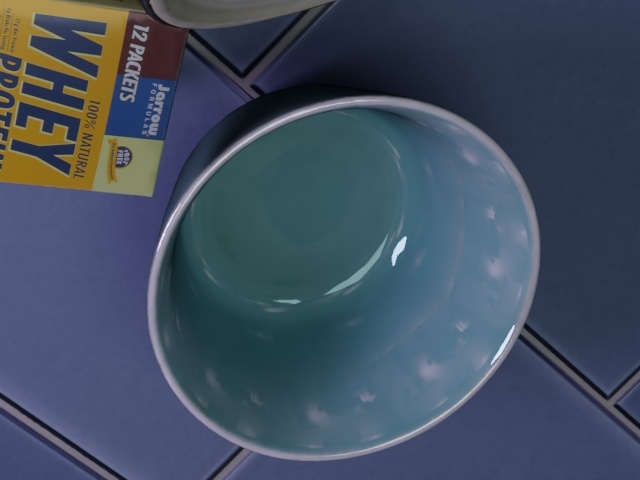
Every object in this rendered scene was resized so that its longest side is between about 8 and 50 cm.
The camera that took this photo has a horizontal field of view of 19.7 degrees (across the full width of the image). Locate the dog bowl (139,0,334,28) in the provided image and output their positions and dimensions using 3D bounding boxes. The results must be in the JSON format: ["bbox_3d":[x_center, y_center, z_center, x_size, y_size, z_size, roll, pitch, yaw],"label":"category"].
[{"bbox_3d":[0.048,-0.288,1.118,0.408,0.408,0.150,-25,84,-4],"label":"dog bowl"}]

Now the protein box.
[{"bbox_3d":[-0.220,-0.140,1.285,0.201,0.200,0.136,5,115,-21],"label":"protein box"}]

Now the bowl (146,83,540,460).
[{"bbox_3d":[0.000,0.000,1.453,0.311,0.163,0.312,-8,119,-15],"label":"bowl"}]
